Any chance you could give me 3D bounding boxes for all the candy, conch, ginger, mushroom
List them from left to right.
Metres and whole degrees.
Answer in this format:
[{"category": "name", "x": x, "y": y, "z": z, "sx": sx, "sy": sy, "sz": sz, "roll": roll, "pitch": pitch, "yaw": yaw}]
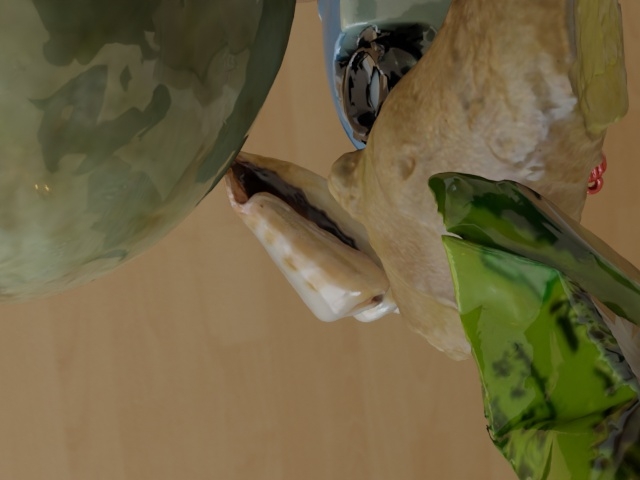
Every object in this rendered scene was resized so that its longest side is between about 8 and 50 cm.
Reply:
[{"category": "mushroom", "x": -0.159, "y": -0.136, "z": 0.591, "sx": 0.352, "sy": 0.260, "sz": 0.352, "roll": 1, "pitch": 89, "yaw": -60}, {"category": "conch", "x": -0.005, "y": 0.009, "z": 1.320, "sx": 0.255, "sy": 0.127, "sz": 0.158, "roll": 32, "pitch": 35, "yaw": -5}, {"category": "ginger", "x": 0.113, "y": -0.061, "z": 0.815, "sx": 0.189, "sy": 0.354, "sz": 0.126, "roll": 25, "pitch": 41, "yaw": 6}, {"category": "candy", "x": 0.119, "y": 0.079, "z": 0.524, "sx": 0.149, "sy": 0.246, "sz": 0.069, "roll": 30, "pitch": 115, "yaw": -31}]

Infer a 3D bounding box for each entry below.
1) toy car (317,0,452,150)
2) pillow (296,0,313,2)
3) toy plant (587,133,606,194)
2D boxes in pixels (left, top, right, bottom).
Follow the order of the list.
[{"category": "toy car", "x": 0.086, "y": -0.168, "z": 0.984, "sx": 0.188, "sy": 0.190, "sz": 0.255, "roll": -3, "pitch": 91, "yaw": -23}, {"category": "pillow", "x": -0.072, "y": -0.290, "z": 1.303, "sx": 0.236, "sy": 0.223, "sz": 0.084, "roll": 9, "pitch": 105, "yaw": 6}, {"category": "toy plant", "x": 0.311, "y": -0.167, "z": 1.660, "sx": 0.154, "sy": 0.088, "sz": 0.240, "roll": -3, "pitch": 118, "yaw": -12}]
